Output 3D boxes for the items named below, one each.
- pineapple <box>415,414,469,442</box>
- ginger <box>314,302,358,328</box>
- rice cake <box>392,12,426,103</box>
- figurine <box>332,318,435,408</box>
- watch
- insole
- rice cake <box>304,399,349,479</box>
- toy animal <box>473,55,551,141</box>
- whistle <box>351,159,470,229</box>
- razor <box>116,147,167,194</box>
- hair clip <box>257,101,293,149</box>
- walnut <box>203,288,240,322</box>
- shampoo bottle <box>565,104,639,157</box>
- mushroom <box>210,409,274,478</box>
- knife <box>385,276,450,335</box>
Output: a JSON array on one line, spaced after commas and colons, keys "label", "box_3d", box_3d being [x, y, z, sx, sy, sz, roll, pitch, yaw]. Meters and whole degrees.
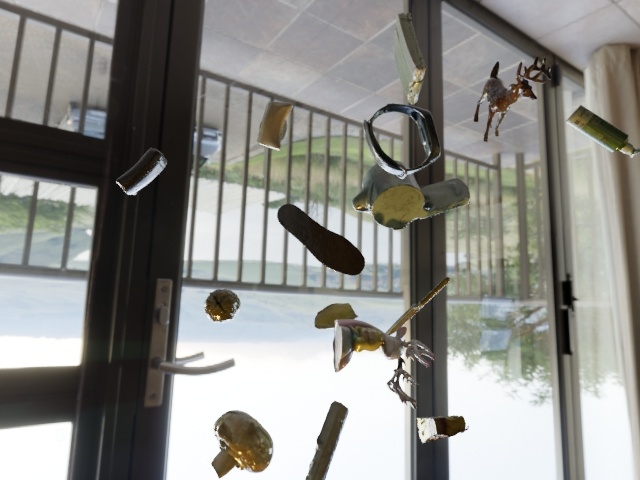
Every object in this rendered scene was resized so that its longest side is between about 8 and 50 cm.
[{"label": "pineapple", "box_3d": [0.542, 0.842, 1.987, 0.237, 0.114, 0.186, -27, 152, 26]}, {"label": "ginger", "box_3d": [0.052, 0.348, 1.931, 0.193, 0.115, 0.122, -17, 153, -19]}, {"label": "rice cake", "box_3d": [0.226, -0.464, 1.123, 0.038, 0.211, 0.124, -6, 149, -3]}, {"label": "figurine", "box_3d": [0.209, 0.404, 1.494, 0.316, 0.206, 0.284, 3, -158, -6]}, {"label": "watch", "box_3d": [0.223, -0.274, 1.208, 0.193, 0.206, 0.068, -10, 170, -3]}, {"label": "insole", "box_3d": [0.000, 0.000, 1.374, 0.328, 0.111, 0.007, 37, 170, -2]}, {"label": "rice cake", "box_3d": [0.010, 0.533, 1.114, 0.057, 0.256, 0.052, 2, 139, 31]}, {"label": "toy animal", "box_3d": [0.518, -0.416, 1.247, 0.087, 0.243, 0.259, -4, 133, -12]}, {"label": "whistle", "box_3d": [0.324, -0.152, 1.571, 0.405, 0.168, 0.188, 9, 129, -16]}, {"label": "razor", "box_3d": [-0.501, -0.192, 1.236, 0.054, 0.148, 0.090, 42, 168, 3]}, {"label": "hair clip", "box_3d": [-0.183, -0.441, 1.687, 0.113, 0.172, 0.282, 15, -171, -8]}, {"label": "walnut", "box_3d": [-0.229, 0.153, 1.025, 0.092, 0.092, 0.092, 2, 171, 0]}, {"label": "shampoo bottle", "box_3d": [0.808, -0.305, 1.249, 0.204, 0.065, 0.065, 39, 178, 12]}, {"label": "mushroom", "box_3d": [-0.314, 0.787, 1.663, 0.260, 0.234, 0.253, 25, 141, 27]}, {"label": "knife", "box_3d": [0.350, 0.250, 1.633, 0.061, 0.027, 0.343, 13, 125, -47]}]
